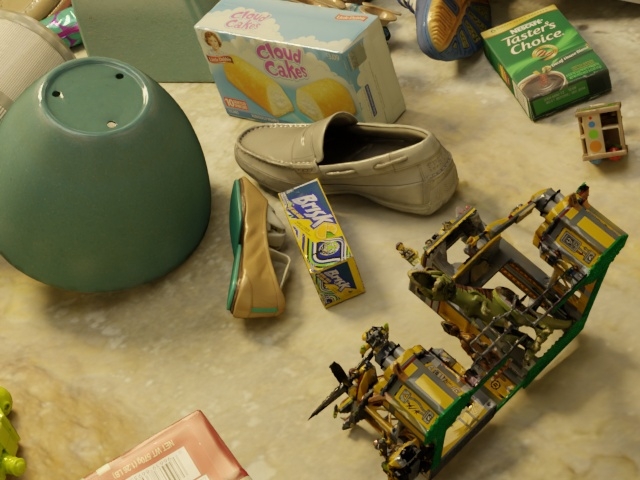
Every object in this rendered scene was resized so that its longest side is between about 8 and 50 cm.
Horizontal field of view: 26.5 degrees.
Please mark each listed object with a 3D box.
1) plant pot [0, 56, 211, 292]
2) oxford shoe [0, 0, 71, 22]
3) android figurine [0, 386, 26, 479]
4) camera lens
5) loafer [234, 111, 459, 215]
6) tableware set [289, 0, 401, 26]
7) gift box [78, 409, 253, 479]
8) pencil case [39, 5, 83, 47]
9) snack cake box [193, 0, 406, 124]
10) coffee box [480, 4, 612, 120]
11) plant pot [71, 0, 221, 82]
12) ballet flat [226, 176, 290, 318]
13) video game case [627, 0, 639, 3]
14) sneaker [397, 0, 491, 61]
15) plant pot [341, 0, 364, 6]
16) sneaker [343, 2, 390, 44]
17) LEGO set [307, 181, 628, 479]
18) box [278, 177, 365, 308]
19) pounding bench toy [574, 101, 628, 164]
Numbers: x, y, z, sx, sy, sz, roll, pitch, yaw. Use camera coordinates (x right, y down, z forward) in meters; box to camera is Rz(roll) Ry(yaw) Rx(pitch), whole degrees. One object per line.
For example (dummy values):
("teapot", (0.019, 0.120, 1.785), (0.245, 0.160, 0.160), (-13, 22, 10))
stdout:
("plant pot", (-0.274, -0.109, 1.665), (0.290, 0.195, 0.290), (4, 51, -5))
("oxford shoe", (-0.567, -0.371, 2.245), (0.348, 0.130, 0.123), (-33, 40, -15))
("android figurine", (-0.445, 0.247, 1.516), (0.273, 0.056, 0.248), (6, 45, 33))
("camera lens", (-0.470, -0.172, 1.893), (0.219, 0.219, 0.274), (1, 43, 26))
("loafer", (0.022, -0.113, 1.685), (0.320, 0.111, 0.112), (9, 47, 32))
("tableware set", (0.030, -0.314, 1.866), (0.141, 0.020, 0.168), (21, 23, 8))
("gift box", (-0.104, 0.318, 1.114), (0.255, 0.258, 0.276), (-27, 38, -8))
("pencil case", (-0.440, -0.323, 2.183), (0.152, 0.064, 0.070), (-27, 23, -7))
("snack cake box", (-0.029, -0.232, 1.817), (0.264, 0.152, 0.089), (16, 51, 38))
("coffee box", (0.289, -0.233, 1.762), (0.113, 0.040, 0.184), (-21, 38, 0))
("plant pot", (-0.232, -0.411, 2.043), (0.247, 0.252, 0.247), (4, 45, 28))
("ballet flat", (-0.074, 0.012, 1.630), (0.073, 0.080, 0.232), (8, 42, -9))
("video game case", (0.362, -0.443, 1.897), (0.329, 0.036, 0.300), (13, 45, 9))
("sneaker", (0.165, -0.336, 1.913), (0.131, 0.112, 0.296), (-19, 33, 32))
("plant pot", (0.015, -0.439, 2.032), (0.167, 0.165, 0.167), (-13, 38, 10))
("sneaker", (0.060, -0.288, 1.916), (0.073, 0.063, 0.162), (-4, 42, 15))
("LEGO set", (0.121, 0.062, 1.315), (0.192, 0.255, 0.331), (41, 78, 19))
("box", (0.000, 0.000, 1.603), (0.054, 0.059, 0.169), (-22, 38, -2))
("pounding bench toy", (0.333, -0.127, 1.606), (0.052, 0.065, 0.083), (-9, 9, 16))
